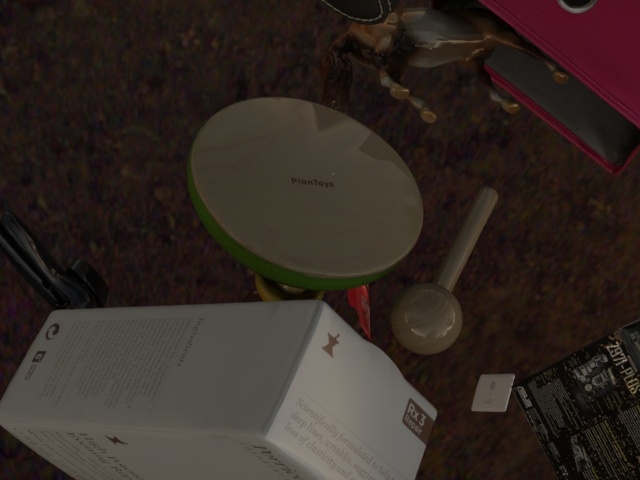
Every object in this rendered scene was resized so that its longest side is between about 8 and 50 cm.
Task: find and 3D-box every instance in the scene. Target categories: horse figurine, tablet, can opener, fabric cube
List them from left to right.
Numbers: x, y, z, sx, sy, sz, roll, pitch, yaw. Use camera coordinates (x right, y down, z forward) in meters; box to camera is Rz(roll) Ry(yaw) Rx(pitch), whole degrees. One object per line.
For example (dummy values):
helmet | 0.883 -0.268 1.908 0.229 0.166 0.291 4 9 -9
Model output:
can opener | -0.319 0.035 1.384 0.186 0.059 0.073 48 32 -34
horse figurine | 0.105 -0.177 1.140 0.263 0.066 0.174 -10 42 -20
tablet | 0.236 0.209 1.648 0.006 0.083 0.054 24 74 -21
fabric cube | 0.281 -0.252 1.147 0.254 0.259 0.258 41 91 9

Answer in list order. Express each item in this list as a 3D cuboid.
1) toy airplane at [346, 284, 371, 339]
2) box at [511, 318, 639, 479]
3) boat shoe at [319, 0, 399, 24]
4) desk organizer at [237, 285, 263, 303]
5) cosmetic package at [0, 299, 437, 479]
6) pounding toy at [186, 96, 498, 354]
toy airplane | 0.037 0.042 1.366 0.028 0.151 0.151 -9 63 7
box | 0.299 0.188 1.186 0.077 0.147 0.180 -10 69 -48
boat shoe | -0.035 -0.162 0.583 0.080 0.223 0.073 9 71 38
desk organizer | -0.085 0.106 1.384 0.050 0.047 0.130 24 29 14
cosmetic package | -0.064 0.099 0.679 0.117 0.231 0.085 44 57 -35
pounding toy | 0.000 0.000 0.931 0.237 0.110 0.183 25 44 -2
